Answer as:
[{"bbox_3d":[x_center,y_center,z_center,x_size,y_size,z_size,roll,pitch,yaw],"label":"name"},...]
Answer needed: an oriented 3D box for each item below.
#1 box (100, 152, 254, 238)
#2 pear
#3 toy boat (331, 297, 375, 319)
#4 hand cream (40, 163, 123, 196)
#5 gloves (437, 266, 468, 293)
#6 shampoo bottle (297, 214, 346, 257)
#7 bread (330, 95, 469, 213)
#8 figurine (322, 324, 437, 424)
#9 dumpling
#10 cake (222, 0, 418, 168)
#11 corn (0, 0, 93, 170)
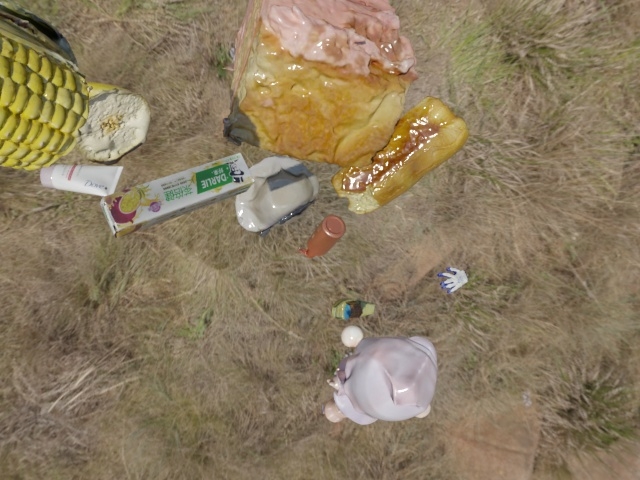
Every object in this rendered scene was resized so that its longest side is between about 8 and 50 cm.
[{"bbox_3d":[-0.190,-0.064,0.677,0.207,0.041,0.049,-25,87,-30],"label":"box"},{"bbox_3d":[-0.630,-0.373,1.428,0.267,0.267,0.178,-40,68,0],"label":"pear"},{"bbox_3d":[0.098,0.211,1.510,0.172,0.066,0.065,2,101,-43],"label":"toy boat"},{"bbox_3d":[-0.811,-0.207,1.682,0.248,0.083,0.133,3,60,-1],"label":"hand cream"},{"bbox_3d":[0.352,0.102,1.326,0.086,0.026,0.064,-23,86,-19],"label":"gloves"},{"bbox_3d":[0.002,0.001,1.640,0.085,0.244,0.085,10,64,-20],"label":"shampoo bottle"},{"bbox_3d":[0.191,-0.198,1.212,0.344,0.195,0.149,-39,93,14],"label":"bread"},{"bbox_3d":[0.089,0.238,0.828,0.200,0.276,0.133,46,55,0],"label":"figurine"},{"bbox_3d":[-0.136,-0.142,1.573,0.293,0.163,0.204,-27,120,-9],"label":"dumpling"},{"bbox_3d":[-0.007,-0.344,0.965,0.314,0.306,0.293,13,137,-20],"label":"cake"},{"bbox_3d":[-0.290,-0.124,0.299,0.122,0.305,0.123,-9,77,28],"label":"corn"}]
